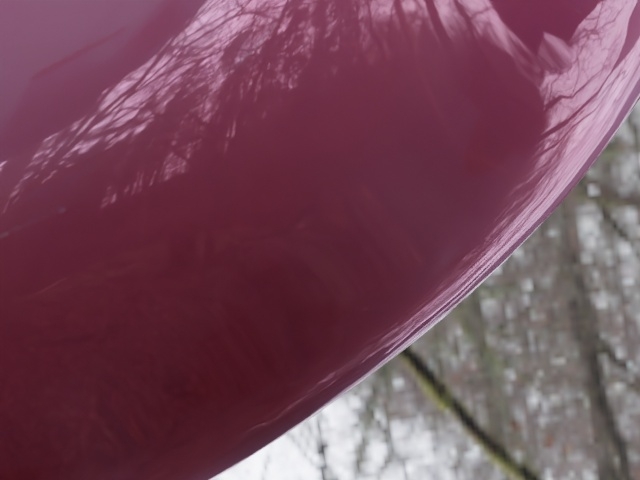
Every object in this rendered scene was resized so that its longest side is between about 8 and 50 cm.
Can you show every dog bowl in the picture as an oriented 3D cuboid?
[{"bbox_3d":[-0.090,-0.054,0.358,0.408,0.408,0.150,-19,-119,-26],"label":"dog bowl"}]
